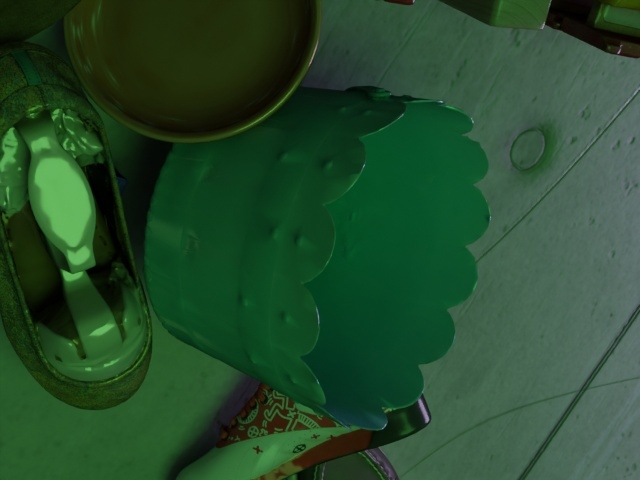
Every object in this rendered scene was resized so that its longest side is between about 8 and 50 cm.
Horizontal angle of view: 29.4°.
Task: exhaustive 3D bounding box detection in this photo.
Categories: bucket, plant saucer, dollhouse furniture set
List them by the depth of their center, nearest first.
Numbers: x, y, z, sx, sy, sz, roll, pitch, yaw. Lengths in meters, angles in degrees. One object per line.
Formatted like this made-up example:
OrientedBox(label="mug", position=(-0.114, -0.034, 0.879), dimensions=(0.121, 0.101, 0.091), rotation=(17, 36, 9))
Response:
OrientedBox(label="plant saucer", position=(-0.097, -0.170, 0.943), dimensions=(0.200, 0.200, 0.037), rotation=(-44, 171, -3))
OrientedBox(label="bucket", position=(0.000, 0.000, 1.011), dimensions=(0.281, 0.183, 0.281), rotation=(-33, 132, -47))
OrientedBox(label="dollhouse furniture set", position=(0.178, -0.279, 1.040), dimensions=(0.374, 0.152, 0.201), rotation=(2, 114, -31))

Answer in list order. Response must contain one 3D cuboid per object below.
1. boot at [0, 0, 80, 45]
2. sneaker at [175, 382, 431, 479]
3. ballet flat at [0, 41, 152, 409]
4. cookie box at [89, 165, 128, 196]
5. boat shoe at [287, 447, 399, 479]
OrientedBox(label="boot", position=(-0.177, -0.251, 0.896), dimensions=(0.305, 0.112, 0.115), rotation=(-35, 148, -6))
OrientedBox(label="sneaker", position=(-0.039, 0.155, 1.193), dimensions=(0.270, 0.090, 0.145), rotation=(-21, 90, 10))
OrientedBox(label="ballet flat", position=(-0.194, 0.018, 0.949), dimensions=(0.123, 0.123, 0.348), rotation=(-21, 124, -20))
OrientedBox(label="cookie box", position=(-0.225, -0.022, 1.009), dimensions=(0.092, 0.040, 0.107), rotation=(18, 104, -37))
OrientedBox(label="boat shoe", position=(0.056, 0.324, 1.325), dimensions=(0.117, 0.097, 0.324), rotation=(-29, 126, -14))
